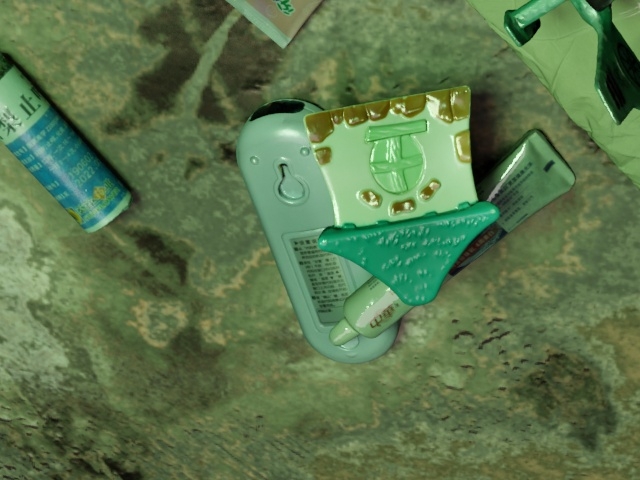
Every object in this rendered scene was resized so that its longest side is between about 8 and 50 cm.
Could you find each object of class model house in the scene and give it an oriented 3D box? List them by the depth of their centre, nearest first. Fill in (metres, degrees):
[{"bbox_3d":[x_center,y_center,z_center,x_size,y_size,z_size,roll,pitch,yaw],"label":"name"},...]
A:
[{"bbox_3d":[0.057,-0.028,0.931,0.127,0.100,0.149,-11,94,1],"label":"model house"}]

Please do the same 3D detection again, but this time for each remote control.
[{"bbox_3d":[0.000,0.000,1.049,0.087,0.047,0.244,-7,121,23],"label":"remote control"}]

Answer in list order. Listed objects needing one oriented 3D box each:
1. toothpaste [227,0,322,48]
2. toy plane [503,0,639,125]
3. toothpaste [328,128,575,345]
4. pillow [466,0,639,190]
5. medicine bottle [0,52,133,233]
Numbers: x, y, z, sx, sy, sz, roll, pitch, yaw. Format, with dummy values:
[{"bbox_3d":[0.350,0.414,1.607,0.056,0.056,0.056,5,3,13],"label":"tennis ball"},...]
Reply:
[{"bbox_3d":[0.005,-0.212,0.904,0.067,0.043,0.194,38,131,-15],"label":"toothpaste"},{"bbox_3d":[0.091,-0.236,0.758,0.106,0.155,0.382,-30,96,32],"label":"toy plane"},{"bbox_3d":[0.095,0.007,1.009,0.233,0.038,0.060,-41,114,15],"label":"toothpaste"},{"bbox_3d":[0.253,-0.168,0.844,0.281,0.076,0.274,42,123,-16],"label":"pillow"},{"bbox_3d":[-0.230,-0.088,1.045,0.051,0.051,0.191,-28,115,30],"label":"medicine bottle"}]
